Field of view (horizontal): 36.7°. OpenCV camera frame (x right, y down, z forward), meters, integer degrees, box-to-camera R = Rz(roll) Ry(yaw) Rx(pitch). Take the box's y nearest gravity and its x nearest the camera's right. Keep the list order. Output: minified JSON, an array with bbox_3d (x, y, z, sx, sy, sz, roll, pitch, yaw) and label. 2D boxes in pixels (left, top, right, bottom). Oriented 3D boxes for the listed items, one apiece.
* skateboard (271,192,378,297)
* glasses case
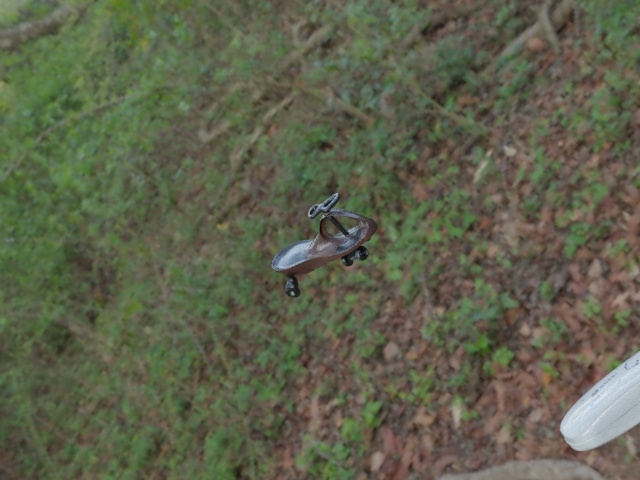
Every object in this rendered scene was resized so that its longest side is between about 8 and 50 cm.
[{"bbox_3d":[0.000,0.000,1.155,0.151,0.080,0.067,-29,22,35],"label":"skateboard"},{"bbox_3d":[0.346,0.159,1.048,0.197,0.049,0.076,-38,3,3],"label":"glasses case"}]
